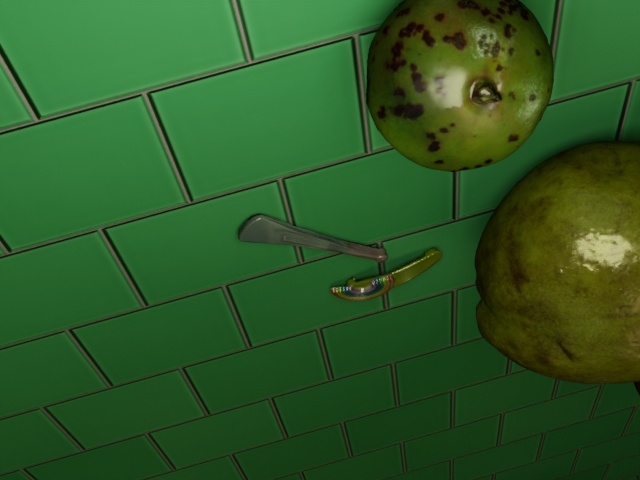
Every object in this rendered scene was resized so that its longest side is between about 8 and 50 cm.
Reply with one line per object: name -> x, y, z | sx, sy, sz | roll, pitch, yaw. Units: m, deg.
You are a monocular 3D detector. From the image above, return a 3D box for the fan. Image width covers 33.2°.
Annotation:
fan -> 0.000, 0.000, 1.594 | 0.282, 0.023, 0.057 | 10, 133, -39

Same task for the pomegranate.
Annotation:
pomegranate -> 0.145, -0.185, 1.204 | 0.210, 0.211, 0.263 | -3, -166, -10

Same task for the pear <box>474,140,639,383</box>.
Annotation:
pear -> 0.419, 0.029, 1.549 | 0.413, 0.352, 0.352 | -16, 153, 22

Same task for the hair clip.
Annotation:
hair clip -> 0.112, 0.062, 1.747 | 0.188, 0.033, 0.060 | -22, 151, 11

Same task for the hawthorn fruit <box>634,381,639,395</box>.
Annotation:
hawthorn fruit -> 0.797, 0.247, 2.045 | 0.402, 0.403, 0.403 | -13, 151, -7
